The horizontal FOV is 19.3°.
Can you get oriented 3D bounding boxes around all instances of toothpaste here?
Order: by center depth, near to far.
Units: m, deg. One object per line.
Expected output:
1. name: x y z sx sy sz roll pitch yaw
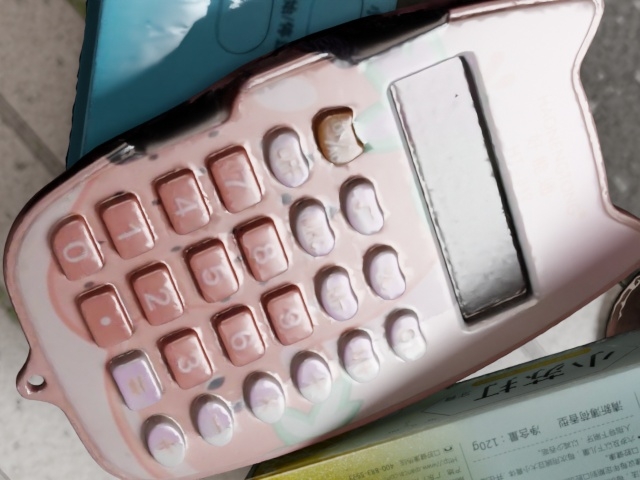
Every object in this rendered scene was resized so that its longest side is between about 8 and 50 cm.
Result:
1. toothpaste: 0.120 0.107 0.972 0.313 0.071 0.089 -18 97 14

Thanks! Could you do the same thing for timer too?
1. timer: 0.002 -0.064 0.946 0.250 0.091 0.232 4 116 -12

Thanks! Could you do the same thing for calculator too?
1. calculator: 0.000 0.000 0.928 0.329 0.048 0.220 -24 126 -7

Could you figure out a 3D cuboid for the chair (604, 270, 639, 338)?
1. chair: 0.344 0.076 1.035 0.326 0.183 0.176 -2 99 36
